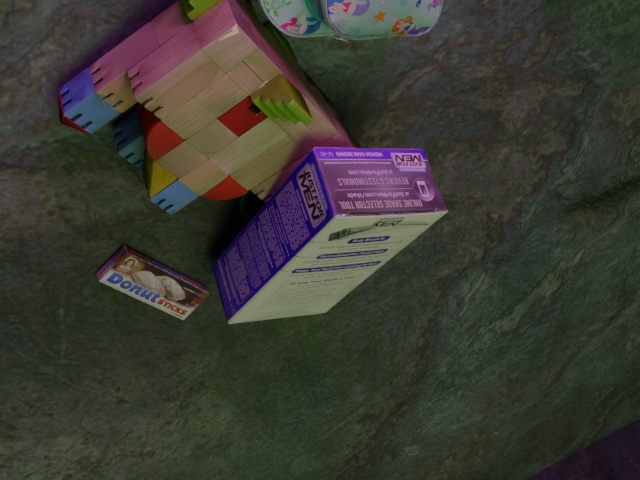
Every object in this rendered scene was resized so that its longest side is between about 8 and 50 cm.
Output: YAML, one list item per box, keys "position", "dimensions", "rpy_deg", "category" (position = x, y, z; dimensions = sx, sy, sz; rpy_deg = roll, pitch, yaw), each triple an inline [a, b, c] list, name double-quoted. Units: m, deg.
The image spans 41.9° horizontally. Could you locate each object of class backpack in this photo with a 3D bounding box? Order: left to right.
- position: [0.028, -0.345, 0.971]
  dimensions: [0.254, 0.191, 0.225]
  rpy_deg: [-7, 132, -20]
  category: "backpack"

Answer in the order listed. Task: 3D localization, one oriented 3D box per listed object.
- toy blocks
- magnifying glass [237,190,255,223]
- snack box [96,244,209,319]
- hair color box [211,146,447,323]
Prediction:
- position: [-0.143, -0.146, 1.062]
  dimensions: [0.261, 0.190, 0.381]
  rpy_deg: [-32, 144, 15]
  category: "toy blocks"
- position: [-0.077, -0.017, 1.313]
  dimensions: [0.092, 0.026, 0.231]
  rpy_deg: [-20, 134, -15]
  category: "magnifying glass"
- position: [-0.253, 0.067, 1.278]
  dimensions: [0.064, 0.022, 0.178]
  rpy_deg: [-44, 137, 12]
  category: "snack box"
- position: [0.000, 0.000, 1.185]
  dimensions: [0.185, 0.110, 0.339]
  rpy_deg: [-3, 156, -34]
  category: "hair color box"
